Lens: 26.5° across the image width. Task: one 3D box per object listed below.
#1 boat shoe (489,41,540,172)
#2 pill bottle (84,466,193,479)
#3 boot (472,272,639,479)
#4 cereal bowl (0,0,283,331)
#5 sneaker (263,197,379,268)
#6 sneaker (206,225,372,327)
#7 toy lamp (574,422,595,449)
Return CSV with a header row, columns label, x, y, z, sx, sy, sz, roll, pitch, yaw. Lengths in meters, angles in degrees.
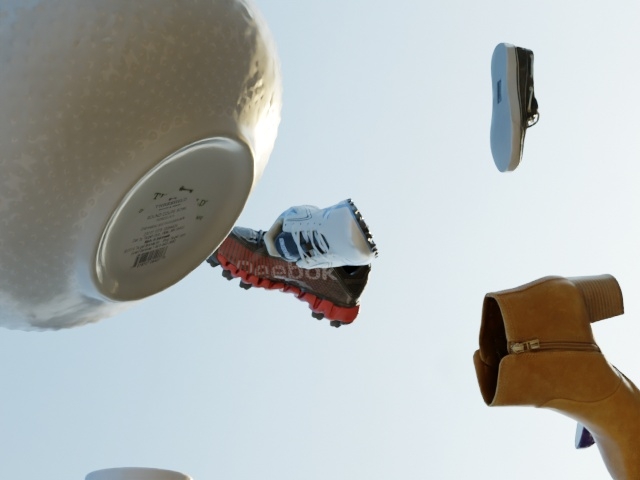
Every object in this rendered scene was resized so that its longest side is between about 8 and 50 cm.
label,x,y,z,sx,sy,sz,roll,pitch,yaw
boat shoe,0.317,-0.211,2.175,0.070,0.078,0.219,7,-105,-19
pill bottle,-0.226,0.425,1.630,0.161,0.161,0.283,32,-128,-53
boot,0.295,0.190,1.699,0.211,0.104,0.295,-12,-85,-27
cereal bowl,-0.152,-0.058,1.032,0.339,0.141,0.339,-38,-27,-23
sneaker,0.000,0.000,1.603,0.086,0.237,0.085,-29,-81,-18
sneaker,-0.043,0.023,2.030,0.276,0.097,0.135,24,-64,-15
toy lamp,0.514,0.301,1.994,0.080,0.274,0.080,12,-90,-85
